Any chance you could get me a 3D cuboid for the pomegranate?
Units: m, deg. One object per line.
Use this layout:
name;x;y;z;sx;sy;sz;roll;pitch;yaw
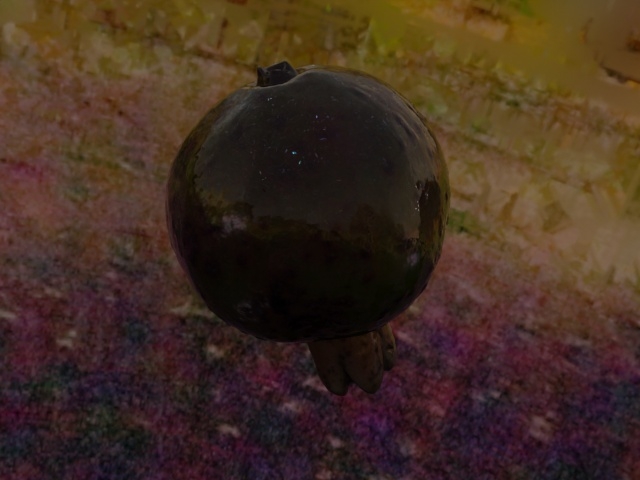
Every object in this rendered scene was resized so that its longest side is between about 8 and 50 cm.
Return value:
pomegranate;0.000;0.000;0.513;0.202;0.248;0.202;-15;26;8
